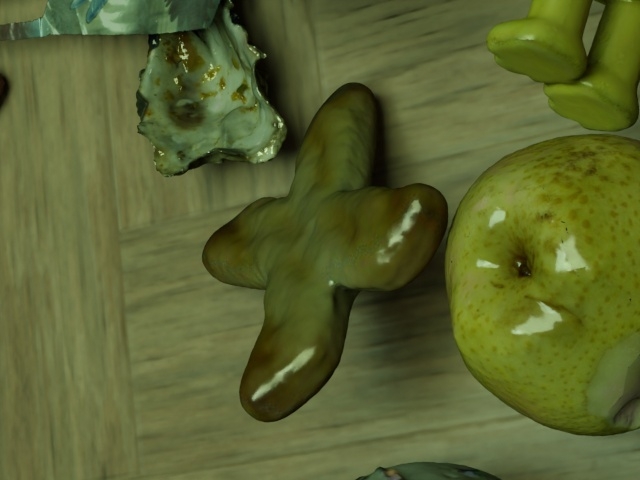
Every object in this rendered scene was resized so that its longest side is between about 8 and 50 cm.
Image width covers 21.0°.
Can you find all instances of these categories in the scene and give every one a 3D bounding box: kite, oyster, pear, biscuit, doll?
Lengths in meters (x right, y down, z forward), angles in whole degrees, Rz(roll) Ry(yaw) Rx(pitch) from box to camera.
[{"bbox_3d":[-0.178,-0.205,1.217,0.310,0.015,0.169,-3,65,30],"label":"kite"},{"bbox_3d":[-0.074,-0.106,1.134,0.103,0.051,0.148,-19,68,20],"label":"oyster"},{"bbox_3d":[0.145,0.022,0.935,0.178,0.178,0.178,-5,80,27],"label":"pear"},{"bbox_3d":[0.000,0.001,1.025,0.164,0.047,0.208,-52,24,13],"label":"biscuit"},{"bbox_3d":[0.187,-0.246,0.932,0.145,0.199,0.363,8,73,43],"label":"doll"}]

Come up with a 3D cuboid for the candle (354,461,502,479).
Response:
[{"bbox_3d":[0.068,0.212,0.930,0.187,0.330,0.187,-1,95,-15],"label":"candle"}]

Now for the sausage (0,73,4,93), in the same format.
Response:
[{"bbox_3d":[-0.285,-0.045,1.244,0.043,0.043,0.186,31,96,28],"label":"sausage"}]
